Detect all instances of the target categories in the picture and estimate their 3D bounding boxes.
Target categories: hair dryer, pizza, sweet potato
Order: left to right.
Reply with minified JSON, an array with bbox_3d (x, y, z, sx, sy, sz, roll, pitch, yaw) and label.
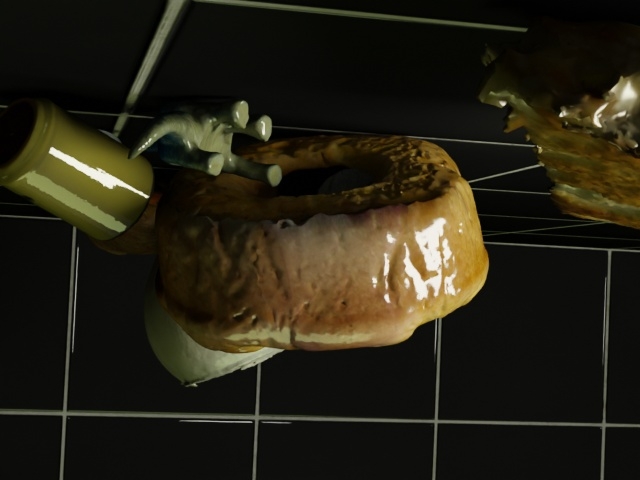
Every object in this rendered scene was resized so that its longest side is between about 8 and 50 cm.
[{"bbox_3d":[-0.290,-0.083,1.163,0.278,0.090,0.135,16,169,47],"label":"hair dryer"},{"bbox_3d":[-0.265,-0.037,1.812,0.131,0.131,0.336,4,179,-24],"label":"sweet potato"},{"bbox_3d":[0.264,-0.066,0.730,0.406,0.130,0.440,17,177,-42],"label":"pizza"}]

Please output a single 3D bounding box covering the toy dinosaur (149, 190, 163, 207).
[{"bbox_3d":[-0.080,-0.057,1.517,0.432,0.097,0.208,7,-174,-12],"label":"toy dinosaur"}]

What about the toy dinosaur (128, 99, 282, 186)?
[{"bbox_3d":[-0.145,-0.091,1.073,0.188,0.075,0.247,6,-174,27],"label":"toy dinosaur"}]

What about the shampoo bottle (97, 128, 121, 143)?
[{"bbox_3d":[-0.258,-0.096,1.302,0.072,0.043,0.099,4,177,-36],"label":"shampoo bottle"}]

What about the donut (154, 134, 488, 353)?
[{"bbox_3d":[0.000,0.000,1.163,0.317,0.150,0.299,-19,-152,-30],"label":"donut"}]

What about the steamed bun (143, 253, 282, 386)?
[{"bbox_3d":[-0.089,0.043,1.743,0.374,0.241,0.374,-23,-177,1],"label":"steamed bun"}]
